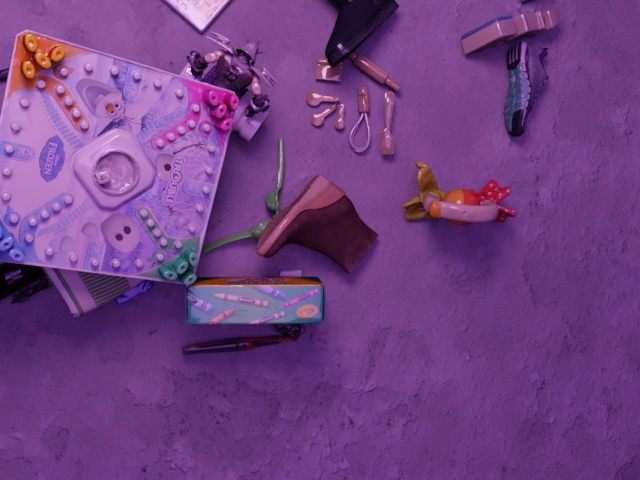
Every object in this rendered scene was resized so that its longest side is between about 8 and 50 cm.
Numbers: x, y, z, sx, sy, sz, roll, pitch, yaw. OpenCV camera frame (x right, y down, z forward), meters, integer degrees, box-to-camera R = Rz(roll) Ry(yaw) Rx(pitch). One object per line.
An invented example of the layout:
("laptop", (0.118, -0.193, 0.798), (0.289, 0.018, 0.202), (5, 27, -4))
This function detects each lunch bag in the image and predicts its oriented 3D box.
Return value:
("lunch bag", (-0.412, 0.094, 1.347), (0.099, 0.065, 0.067), (-30, 96, -8))

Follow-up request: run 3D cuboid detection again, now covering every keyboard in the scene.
("keyboard", (-0.639, 0.087, 1.335), (0.192, 0.038, 0.100), (-29, 73, -6))

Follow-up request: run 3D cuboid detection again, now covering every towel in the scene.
("towel", (-0.410, -0.024, 1.270), (0.325, 0.038, 0.247), (-38, 119, -30))

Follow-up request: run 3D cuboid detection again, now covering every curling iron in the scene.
("curling iron", (-0.171, 0.217, 1.406), (0.274, 0.035, 0.068), (-12, 89, -9))

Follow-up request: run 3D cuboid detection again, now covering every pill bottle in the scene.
("pill bottle", (-0.210, -0.298, 1.347), (0.194, 0.108, 0.108), (35, 86, -8))

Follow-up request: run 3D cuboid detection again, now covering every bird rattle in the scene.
("bird rattle", (0.314, -0.071, 1.401), (0.254, 0.207, 0.143), (15, 108, 0))

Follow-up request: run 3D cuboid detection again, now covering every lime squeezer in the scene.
("lime squeezer", (-0.132, -0.074, 1.403), (0.110, 0.059, 0.310), (33, 88, 22))

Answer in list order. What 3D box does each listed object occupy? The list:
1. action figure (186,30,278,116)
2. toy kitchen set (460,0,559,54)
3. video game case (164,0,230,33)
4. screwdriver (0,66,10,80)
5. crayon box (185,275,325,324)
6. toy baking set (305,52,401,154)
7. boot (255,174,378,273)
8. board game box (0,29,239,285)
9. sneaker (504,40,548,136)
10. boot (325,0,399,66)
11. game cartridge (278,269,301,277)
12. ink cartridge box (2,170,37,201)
("action figure", (-0.207, -0.284, 1.249), (0.185, 0.099, 0.285), (37, 97, -1))
("toy kitchen set", (0.425, -0.543, 1.457), (0.207, 0.122, 0.166), (-19, 94, -28))
("video game case", (-0.266, -0.605, 1.371), (0.206, 0.026, 0.227), (40, 85, -8))
("screwdriver", (-0.597, -0.368, 1.326), (0.170, 0.025, 0.024), (-19, 95, -7))
("crayon box", (-0.135, 0.124, 1.331), (0.279, 0.165, 0.081), (0, 93, -5))
("toy baking set", (0.085, -0.314, 1.436), (0.256, 0.030, 0.196), (31, 93, -2))
("boot", (0.000, 0.000, 1.372), (0.207, 0.090, 0.248), (48, 65, -15))
("board game box", (-0.363, -0.122, 1.119), (0.390, 0.050, 0.389), (10, 100, -31))
("sneaker", (0.493, -0.352, 1.474), (0.098, 0.083, 0.223), (3, 90, -14))
("boot", (0.034, -0.519, 1.368), (0.207, 0.094, 0.246), (45, 65, -10))
("game cartridge", (-0.069, 0.108, 1.429), (0.056, 0.017, 0.083), (-2, 92, -5))
("ink cartridge box", (-0.696, -0.201, 1.182), (0.166, 0.285, 0.395), (-45, 99, -6))
